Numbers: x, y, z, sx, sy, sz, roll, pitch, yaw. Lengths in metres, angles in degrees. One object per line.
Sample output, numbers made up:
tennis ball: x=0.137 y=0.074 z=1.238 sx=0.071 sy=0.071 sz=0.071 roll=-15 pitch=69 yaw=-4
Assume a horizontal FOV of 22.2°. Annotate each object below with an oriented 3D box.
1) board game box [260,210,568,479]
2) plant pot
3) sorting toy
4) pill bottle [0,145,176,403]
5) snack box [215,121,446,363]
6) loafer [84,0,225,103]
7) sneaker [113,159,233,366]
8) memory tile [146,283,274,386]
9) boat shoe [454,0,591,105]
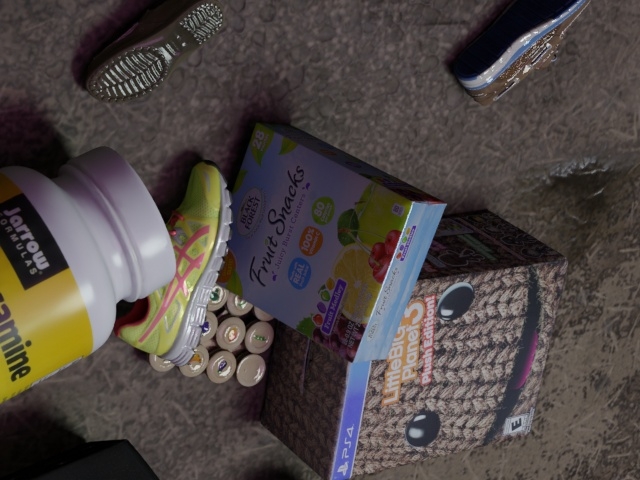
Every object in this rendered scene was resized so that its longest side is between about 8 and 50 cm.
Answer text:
board game box: x=0.103 y=0.111 z=1.811 sx=0.291 sy=0.141 sz=0.232 roll=-8 pitch=118 yaw=-34
plant pot: x=-0.238 y=0.296 z=1.616 sx=0.187 sy=0.188 sz=0.167 roll=-20 pitch=91 yaw=-27
sorting toy: x=-0.104 y=0.118 z=1.744 sx=0.062 sy=0.012 sz=0.083 roll=-44 pitch=129 yaw=-16
pill bottle: x=-0.304 y=0.050 z=1.436 sx=0.334 sy=0.188 sz=0.188 roll=-29 pitch=128 yaw=-22
snack box: x=0.000 y=0.000 z=1.624 sx=0.070 sy=0.207 sz=0.174 roll=1 pitch=113 yaw=-54
loafer: x=-0.156 y=-0.182 z=1.522 sx=0.148 sy=0.050 sz=0.056 roll=-32 pitch=127 yaw=0
sneaker: x=-0.148 y=0.018 z=1.616 sx=0.094 sy=0.081 sz=0.208 roll=14 pitch=93 yaw=-17
memory tile: x=-0.109 y=0.093 z=1.713 sx=0.148 sy=0.012 sz=0.113 roll=14 pitch=97 yaw=-38
boat shoe: x=0.227 y=-0.221 z=1.788 sx=0.183 sy=0.066 sz=0.066 roll=-38 pitch=136 yaw=-2
